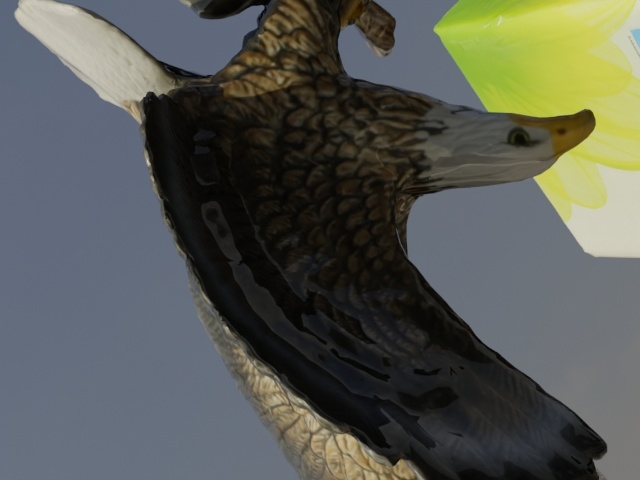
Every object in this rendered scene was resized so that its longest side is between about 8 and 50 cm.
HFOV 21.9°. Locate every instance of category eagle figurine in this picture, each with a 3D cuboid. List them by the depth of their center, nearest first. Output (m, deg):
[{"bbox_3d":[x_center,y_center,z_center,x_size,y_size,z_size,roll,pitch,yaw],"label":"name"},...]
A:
[{"bbox_3d":[0.009,-0.003,0.684,0.226,0.298,0.225,13,-25,-40],"label":"eagle figurine"}]

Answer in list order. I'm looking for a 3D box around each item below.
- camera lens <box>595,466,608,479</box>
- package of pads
[{"bbox_3d":[0.180,0.287,1.554,0.219,0.274,0.219,-20,-46,-22],"label":"camera lens"},{"bbox_3d":[0.248,-0.092,1.081,0.101,0.296,0.229,-50,-63,-26],"label":"package of pads"}]
